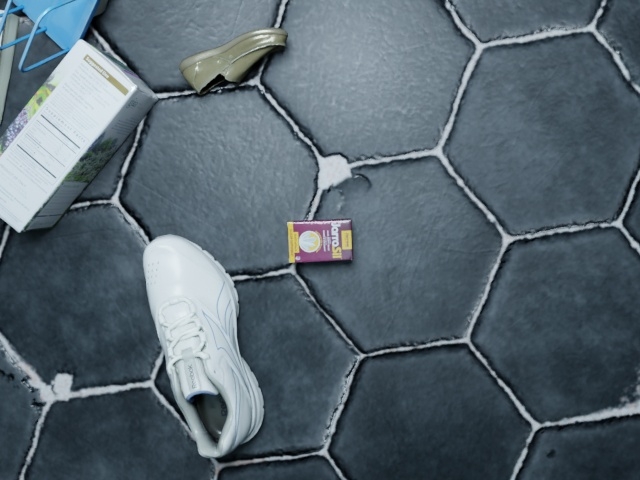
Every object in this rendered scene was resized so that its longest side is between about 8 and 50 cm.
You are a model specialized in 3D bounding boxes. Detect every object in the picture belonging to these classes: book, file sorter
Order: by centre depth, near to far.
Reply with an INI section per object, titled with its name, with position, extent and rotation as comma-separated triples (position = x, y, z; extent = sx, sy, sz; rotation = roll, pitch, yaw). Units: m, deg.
[file sorter]
position = -0.371, -0.305, 0.811
extent = 0.170, 0.104, 0.118
rotation = 43, 133, -6
[book]
position = -0.459, -0.234, 0.894
extent = 0.096, 0.035, 0.144
rotation = 12, 96, 6

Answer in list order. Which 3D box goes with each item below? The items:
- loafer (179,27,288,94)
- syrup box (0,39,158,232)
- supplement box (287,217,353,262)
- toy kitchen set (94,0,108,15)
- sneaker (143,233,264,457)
[loafer]
position = -0.106, -0.228, 0.867
extent = 0.148, 0.056, 0.050
rotation = -18, 95, 14
[syrup box]
position = -0.325, -0.129, 0.863
extent = 0.096, 0.093, 0.237
rotation = 40, 95, -1
[supplement box]
position = 0.000, 0.000, 0.884
extent = 0.083, 0.043, 0.055
rotation = -3, 93, 2
[toy kitchen set]
position = -0.264, -0.418, 0.854
extent = 0.122, 0.166, 0.207
rotation = 38, 132, 0
[sneaker]
position = -0.151, 0.133, 0.860
extent = 0.111, 0.129, 0.297
rotation = -22, 92, 6
